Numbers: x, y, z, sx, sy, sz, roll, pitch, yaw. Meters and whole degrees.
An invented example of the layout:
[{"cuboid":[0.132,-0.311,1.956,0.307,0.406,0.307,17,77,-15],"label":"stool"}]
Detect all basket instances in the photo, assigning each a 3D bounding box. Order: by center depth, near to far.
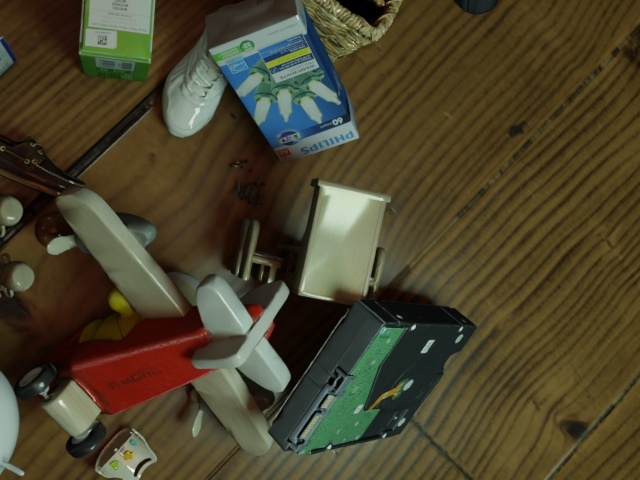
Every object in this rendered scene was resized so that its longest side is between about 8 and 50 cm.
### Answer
[{"cuboid":[-0.008,-0.439,1.192,0.299,0.223,0.213,34,84,-14],"label":"basket"}]

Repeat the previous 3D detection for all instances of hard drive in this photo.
[{"cuboid":[0.089,0.200,1.204,0.064,0.339,0.236,40,105,28],"label":"hard drive"}]

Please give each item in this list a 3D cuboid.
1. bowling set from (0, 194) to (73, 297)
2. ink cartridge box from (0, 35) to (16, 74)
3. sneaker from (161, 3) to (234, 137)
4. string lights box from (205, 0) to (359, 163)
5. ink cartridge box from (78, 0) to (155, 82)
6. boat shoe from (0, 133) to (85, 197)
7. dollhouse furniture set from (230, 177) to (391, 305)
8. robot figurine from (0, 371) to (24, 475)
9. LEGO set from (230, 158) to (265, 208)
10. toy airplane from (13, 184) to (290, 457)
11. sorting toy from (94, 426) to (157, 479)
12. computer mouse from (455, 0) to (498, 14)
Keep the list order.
[{"cuboid":[-0.470,0.015,1.151,0.200,0.154,0.286,-5,93,-39],"label":"bowling set"},{"cuboid":[-0.569,-0.149,1.076,0.371,0.176,0.069,-45,103,-9],"label":"ink cartridge box"},{"cuboid":[-0.168,-0.264,1.212,0.090,0.115,0.232,27,86,-15],"label":"sneaker"},{"cuboid":[-0.049,-0.234,1.171,0.133,0.076,0.259,-18,143,13],"label":"string lights box"},{"cuboid":[-0.283,-0.368,1.136,0.097,0.189,0.255,4,92,-15],"label":"ink cartridge box"},{"cuboid":[-0.438,-0.119,1.168,0.207,0.073,0.073,22,89,-16],"label":"boat shoe"},{"cuboid":[0.000,0.000,1.209,0.212,0.242,0.160,12,89,-16],"label":"dollhouse furniture set"},{"cuboid":[-0.537,0.234,1.032,0.300,0.354,0.199,65,36,-43],"label":"robot figurine"},{"cuboid":[-0.116,-0.088,1.290,0.054,0.023,0.083,-4,81,-17],"label":"LEGO set"},{"cuboid":[-0.211,0.125,1.145,0.385,0.272,0.386,17,121,-3],"label":"toy airplane"},{"cuboid":[-0.298,0.339,1.254,0.083,0.045,0.075,-47,111,-9],"label":"sorting toy"},{"cuboid":[0.212,-0.504,1.332,0.184,0.060,0.261,-14,97,-15],"label":"computer mouse"}]
